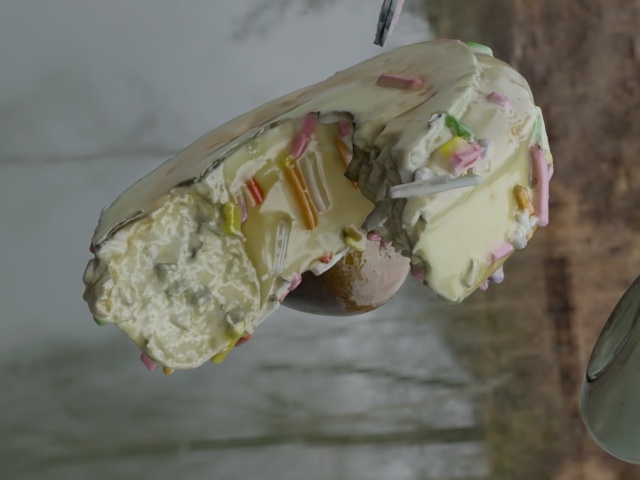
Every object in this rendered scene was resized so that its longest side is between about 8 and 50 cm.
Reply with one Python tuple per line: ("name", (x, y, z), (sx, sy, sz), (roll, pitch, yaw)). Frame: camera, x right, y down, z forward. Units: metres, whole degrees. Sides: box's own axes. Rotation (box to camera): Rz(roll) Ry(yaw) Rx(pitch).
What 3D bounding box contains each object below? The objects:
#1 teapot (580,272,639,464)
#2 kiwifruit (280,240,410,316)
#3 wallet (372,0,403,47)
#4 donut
("teapot", (0.345, 0.065, 1.509), (0.318, 0.149, 0.220), (-57, -174, 43))
("kiwifruit", (0.000, 0.000, 2.278), (0.196, 0.234, 0.196), (2, 87, -49))
("wallet", (0.084, -0.272, 1.584), (0.103, 0.020, 0.196), (-61, 169, -70))
("donut", (0.011, -0.029, 1.391), (0.150, 0.371, 0.307), (62, 31, -18))
